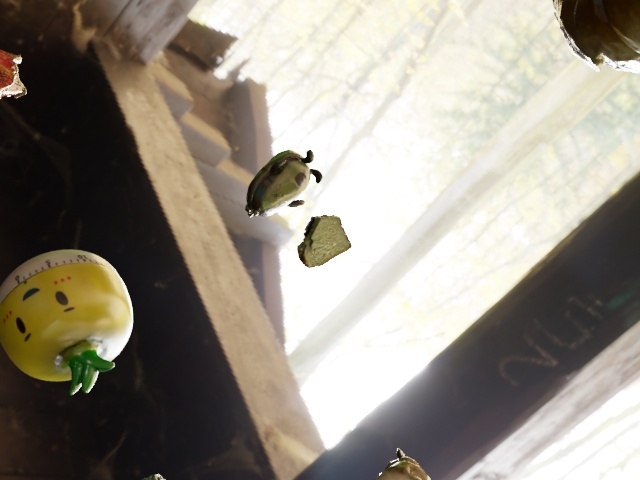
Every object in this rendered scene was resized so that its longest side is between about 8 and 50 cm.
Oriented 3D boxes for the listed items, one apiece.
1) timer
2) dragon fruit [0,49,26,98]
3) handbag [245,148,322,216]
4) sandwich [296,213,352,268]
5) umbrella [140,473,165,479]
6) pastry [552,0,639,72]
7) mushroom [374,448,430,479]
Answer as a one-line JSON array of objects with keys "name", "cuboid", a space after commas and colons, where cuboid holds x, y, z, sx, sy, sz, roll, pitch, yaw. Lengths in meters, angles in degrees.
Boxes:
[{"name": "timer", "cuboid": [-0.483, 0.181, 1.679, 0.285, 0.285, 0.285, 37, -158, -18]}, {"name": "dragon fruit", "cuboid": [-0.631, -0.281, 1.548, 0.211, 0.134, 0.262, -13, -130, -45]}, {"name": "handbag", "cuboid": [-0.052, -0.065, 1.073, 0.047, 0.111, 0.072, 22, 146, 46]}, {"name": "sandwich", "cuboid": [0.000, 0.000, 1.597, 0.093, 0.105, 0.036, 61, 169, -28]}, {"name": "umbrella", "cuboid": [-0.365, 0.462, 1.419, 0.052, 0.250, 0.053, 61, 178, 16]}, {"name": "pastry", "cuboid": [0.278, -0.259, 0.697, 0.121, 0.257, 0.236, 18, -168, -15]}, {"name": "mushroom", "cuboid": [0.201, 0.537, 1.273, 0.397, 0.224, 0.313, 29, 148, 37]}]
